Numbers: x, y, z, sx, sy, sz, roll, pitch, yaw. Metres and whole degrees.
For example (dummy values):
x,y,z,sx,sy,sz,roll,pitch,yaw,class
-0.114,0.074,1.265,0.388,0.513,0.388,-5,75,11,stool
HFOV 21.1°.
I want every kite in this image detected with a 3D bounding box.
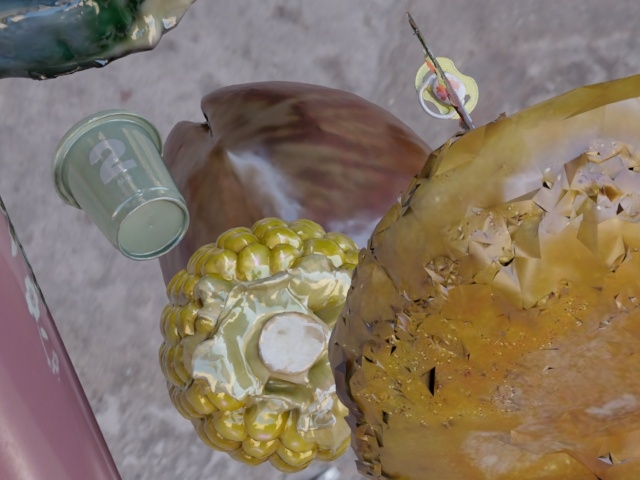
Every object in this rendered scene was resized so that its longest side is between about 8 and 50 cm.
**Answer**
x,y,z,sx,sy,sz,roll,pitch,yaw,class
0.129,-0.133,1.667,0.014,0.183,0.241,-29,53,9,kite

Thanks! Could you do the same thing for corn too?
x,y,z,sx,sy,sz,roll,pitch,yaw,class
-0.027,0.060,1.037,0.144,0.387,0.144,0,88,-2,corn

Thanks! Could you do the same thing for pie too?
x,y,z,sx,sy,sz,roll,pitch,yaw,class
0.132,0.048,0.591,0.273,0.273,0.069,15,49,-10,pie

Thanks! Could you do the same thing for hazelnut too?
x,y,z,sx,sy,sz,roll,pitch,yaw,class
0.000,0.000,2.068,0.402,0.402,0.429,-6,42,-18,hazelnut

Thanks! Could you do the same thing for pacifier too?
x,y,z,sx,sy,sz,roll,pitch,yaw,class
0.148,-0.182,2.089,0.083,0.064,0.068,38,94,-10,pacifier

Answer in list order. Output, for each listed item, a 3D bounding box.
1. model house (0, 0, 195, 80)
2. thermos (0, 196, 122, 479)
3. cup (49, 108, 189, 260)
x,y,z,sx,sy,sz,roll,pitch,yaw,class
-0.320,-0.356,1.177,0.445,0.400,0.395,-3,45,7,model house
-0.118,0.056,0.421,0.136,0.330,0.109,7,43,27,thermos
-0.193,-0.049,1.687,0.120,0.120,0.141,-16,48,-21,cup
